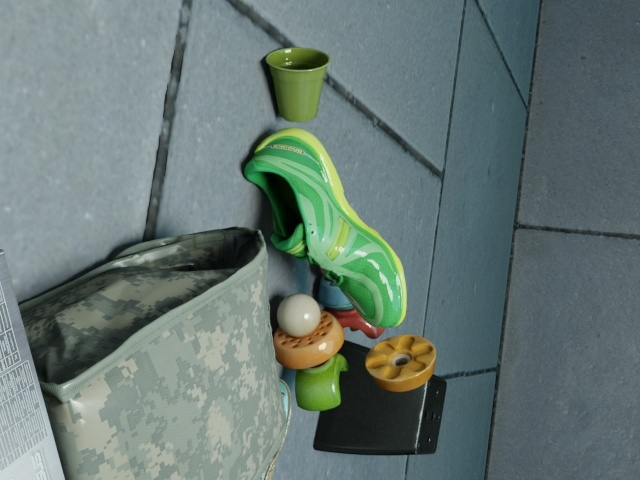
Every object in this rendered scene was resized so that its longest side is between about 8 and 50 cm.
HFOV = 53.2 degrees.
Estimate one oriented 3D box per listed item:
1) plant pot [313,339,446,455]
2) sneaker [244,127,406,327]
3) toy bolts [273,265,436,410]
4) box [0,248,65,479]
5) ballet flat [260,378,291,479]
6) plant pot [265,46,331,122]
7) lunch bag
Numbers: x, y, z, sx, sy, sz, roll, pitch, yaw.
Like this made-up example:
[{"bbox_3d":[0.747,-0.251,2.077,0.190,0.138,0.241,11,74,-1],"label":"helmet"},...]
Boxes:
[{"bbox_3d":[0.116,0.288,1.108,0.187,0.167,0.188,34,66,-59],"label":"plant pot"},{"bbox_3d":[0.000,0.000,0.830,0.123,0.109,0.295,-38,95,-35],"label":"sneaker"},{"bbox_3d":[0.049,0.104,0.931,0.228,0.218,0.158,-73,151,-60],"label":"toy bolts"},{"bbox_3d":[-0.235,0.111,0.366,0.056,0.183,0.231,-37,128,-55],"label":"box"},{"bbox_3d":[-0.088,0.282,0.836,0.067,0.073,0.206,101,6,-73],"label":"ballet flat"},{"bbox_3d":[-0.029,-0.200,0.835,0.083,0.083,0.079,-51,149,-48],"label":"plant pot"},{"bbox_3d":[-0.141,0.137,0.574,0.287,0.169,0.235,-33,124,-52],"label":"lunch bag"}]
